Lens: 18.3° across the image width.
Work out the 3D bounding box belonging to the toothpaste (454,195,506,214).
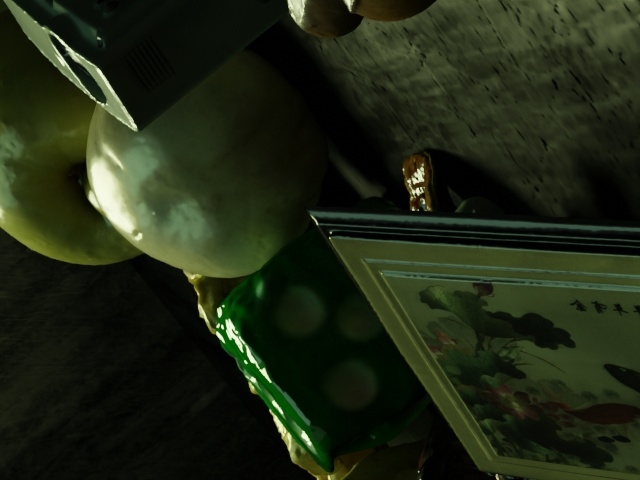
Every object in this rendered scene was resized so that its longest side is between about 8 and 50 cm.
[{"bbox_3d":[0.140,0.101,0.974,0.099,0.061,0.392,33,164,42],"label":"toothpaste"}]

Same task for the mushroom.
[{"bbox_3d":[-0.065,-0.054,1.190,0.154,0.122,0.154,15,130,18],"label":"mushroom"}]

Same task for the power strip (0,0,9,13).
[{"bbox_3d":[-0.271,-0.236,1.552,0.288,0.093,0.053,52,170,-9],"label":"power strip"}]

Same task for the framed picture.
[{"bbox_3d":[0.107,0.055,0.833,0.195,0.010,0.199,3,140,38],"label":"framed picture"}]

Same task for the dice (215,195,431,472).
[{"bbox_3d":[0.020,0.055,1.175,0.120,0.131,0.128,51,173,11],"label":"dice"}]

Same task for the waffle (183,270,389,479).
[{"bbox_3d":[-0.035,0.060,1.490,0.302,0.068,0.325,57,-177,-29],"label":"waffle"}]

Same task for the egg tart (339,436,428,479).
[{"bbox_3d":[0.123,0.299,1.347,0.150,0.352,0.352,-20,115,39],"label":"egg tart"}]

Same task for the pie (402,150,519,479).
[{"bbox_3d":[0.073,0.037,0.975,0.088,0.033,0.191,49,-156,-75],"label":"pie"}]

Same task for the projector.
[{"bbox_3d":[-0.094,-0.134,1.003,0.147,0.115,0.061,40,168,49],"label":"projector"}]

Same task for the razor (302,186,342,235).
[{"bbox_3d":[0.000,0.000,1.294,0.148,0.054,0.090,50,168,-4],"label":"razor"}]

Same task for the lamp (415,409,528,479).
[{"bbox_3d":[0.141,0.186,1.198,0.118,0.118,0.253,41,170,48],"label":"lamp"}]

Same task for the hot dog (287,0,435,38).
[{"bbox_3d":[0.010,-0.119,0.727,0.090,0.060,0.140,55,175,-1],"label":"hot dog"}]

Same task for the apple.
[{"bbox_3d":[-0.155,-0.079,1.329,0.200,0.200,0.200,49,171,10],"label":"apple"}]

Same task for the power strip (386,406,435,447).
[{"bbox_3d":[0.129,0.223,1.556,0.253,0.060,0.027,47,170,22],"label":"power strip"}]
